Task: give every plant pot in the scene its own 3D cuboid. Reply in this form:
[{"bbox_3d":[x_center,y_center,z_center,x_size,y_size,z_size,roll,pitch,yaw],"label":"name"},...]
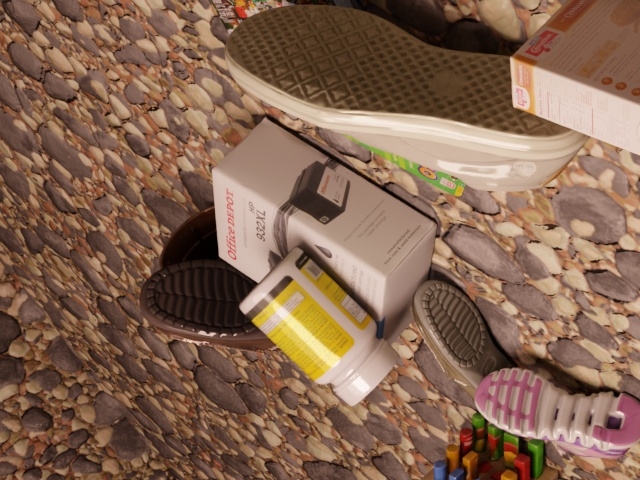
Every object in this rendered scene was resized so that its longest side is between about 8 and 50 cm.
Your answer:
[{"bbox_3d":[-0.151,0.053,2.182,0.167,0.167,0.165,10,144,47],"label":"plant pot"}]

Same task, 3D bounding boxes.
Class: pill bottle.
[{"bbox_3d":[0.001,0.120,1.822,0.208,0.119,0.119,45,152,-2],"label":"pill bottle"}]

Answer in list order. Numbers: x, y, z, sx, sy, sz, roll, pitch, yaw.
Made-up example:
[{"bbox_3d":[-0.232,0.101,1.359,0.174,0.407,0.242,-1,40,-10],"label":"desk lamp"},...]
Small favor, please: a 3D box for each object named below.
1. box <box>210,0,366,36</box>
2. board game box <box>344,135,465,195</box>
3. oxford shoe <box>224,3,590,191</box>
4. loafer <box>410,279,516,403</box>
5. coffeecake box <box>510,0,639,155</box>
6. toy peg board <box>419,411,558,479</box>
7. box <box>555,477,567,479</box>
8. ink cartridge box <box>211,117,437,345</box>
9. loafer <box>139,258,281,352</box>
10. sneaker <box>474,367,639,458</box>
[{"bbox_3d":[-0.047,-0.300,1.674,0.233,0.044,0.159,7,135,49],"label":"box"},{"bbox_3d":[0.078,-0.149,1.674,0.259,0.039,0.124,32,158,8],"label":"board game box"},{"bbox_3d":[0.092,-0.157,1.524,0.449,0.169,0.130,17,151,19],"label":"oxford shoe"},{"bbox_3d":[0.200,0.165,1.919,0.087,0.094,0.251,-12,120,53],"label":"loafer"},{"bbox_3d":[0.300,-0.163,1.291,0.185,0.142,0.068,27,147,31],"label":"coffeecake box"},{"bbox_3d":[0.253,0.343,2.037,0.161,0.160,0.079,21,128,37],"label":"toy peg board"},{"bbox_3d":[0.359,0.468,2.065,0.247,0.142,0.163,3,132,51],"label":"box"},{"bbox_3d":[0.000,0.000,1.925,0.307,0.129,0.223,33,150,20],"label":"ink cartridge box"},{"bbox_3d":[-0.098,0.125,2.059,0.365,0.134,0.130,7,148,-5],"label":"loafer"},{"bbox_3d":[0.329,0.249,1.838,0.236,0.095,0.104,12,155,20],"label":"sneaker"}]
